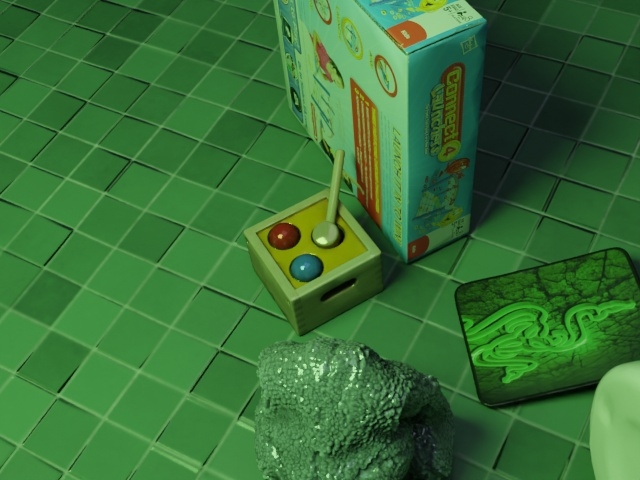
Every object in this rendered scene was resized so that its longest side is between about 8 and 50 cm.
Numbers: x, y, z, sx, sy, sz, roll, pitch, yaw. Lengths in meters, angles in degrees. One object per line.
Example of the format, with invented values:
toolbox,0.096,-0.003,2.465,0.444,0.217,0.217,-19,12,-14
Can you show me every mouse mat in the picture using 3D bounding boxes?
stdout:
mouse mat,0.240,0.085,0.910,0.189,0.007,0.153,-15,50,9

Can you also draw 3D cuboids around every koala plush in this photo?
koala plush,0.006,0.213,0.765,0.196,0.203,0.221,7,66,13

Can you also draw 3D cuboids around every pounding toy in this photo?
pounding toy,0.000,0.000,0.968,0.141,0.100,0.130,-28,55,-14

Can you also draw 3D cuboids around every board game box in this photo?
board game box,0.052,-0.183,0.972,0.086,0.308,0.302,-25,54,-14

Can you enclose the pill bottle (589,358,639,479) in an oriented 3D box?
pill bottle,0.425,0.163,0.717,0.360,0.204,0.204,-10,52,-8
